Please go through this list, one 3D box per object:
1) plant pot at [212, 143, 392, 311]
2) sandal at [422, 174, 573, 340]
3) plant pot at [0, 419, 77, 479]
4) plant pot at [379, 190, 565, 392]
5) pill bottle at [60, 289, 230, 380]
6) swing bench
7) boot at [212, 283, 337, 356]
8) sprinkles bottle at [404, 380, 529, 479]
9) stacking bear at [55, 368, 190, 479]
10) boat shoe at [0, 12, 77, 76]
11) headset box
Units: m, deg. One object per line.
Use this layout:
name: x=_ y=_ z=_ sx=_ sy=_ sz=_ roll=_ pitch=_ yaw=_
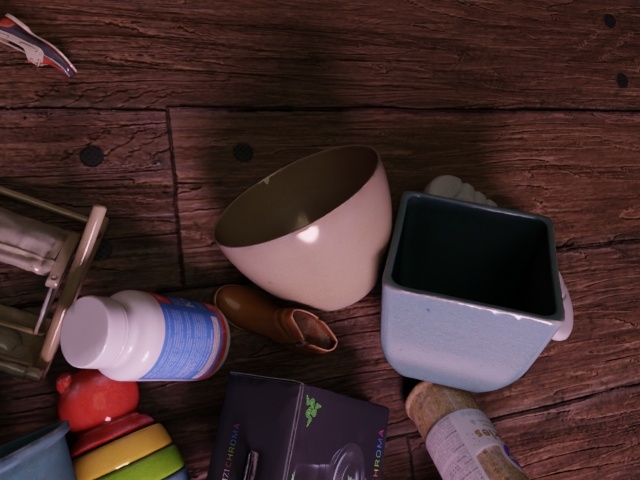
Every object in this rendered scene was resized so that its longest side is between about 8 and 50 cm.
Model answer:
plant pot: x=0.000 y=0.000 z=0.913 sx=0.284 sy=0.284 sz=0.190 roll=-39 pitch=117 yaw=-22
sandal: x=0.337 y=0.034 z=1.105 sx=0.416 sy=0.102 sz=0.169 roll=45 pitch=53 yaw=-13
plant pot: x=-0.375 y=0.422 z=0.601 sx=0.341 sy=0.341 sz=0.333 roll=-24 pitch=87 yaw=-22
plant pot: x=0.222 y=0.105 z=0.936 sx=0.248 sy=0.252 sz=0.247 roll=12 pitch=41 yaw=8
pill bottle: x=-0.240 y=0.135 z=0.803 sx=0.222 sy=0.124 sz=0.124 roll=24 pitch=67 yaw=-59
swing bench: x=-0.460 y=0.035 z=0.782 sx=0.254 sy=0.165 sz=0.254 roll=21 pitch=79 yaw=-16
boot: x=-0.070 y=0.121 z=0.908 sx=0.197 sy=0.152 sz=0.072 roll=29 pitch=72 yaw=-13
sprinkles bottle: x=0.252 y=0.366 z=0.882 sx=0.121 sy=0.355 sz=0.121 roll=-9 pitch=123 yaw=-14
stacking bear: x=-0.279 y=0.311 z=0.800 sx=0.176 sy=0.164 sz=0.288 roll=-14 pitch=75 yaw=-45
boat shoe: x=-0.451 y=-0.300 z=0.902 sx=0.137 sy=0.049 sz=0.043 roll=36 pitch=74 yaw=-8
headset box: x=-0.034 y=0.333 z=0.814 sx=0.283 sy=0.131 sz=0.246 roll=35 pitch=60 yaw=-51
